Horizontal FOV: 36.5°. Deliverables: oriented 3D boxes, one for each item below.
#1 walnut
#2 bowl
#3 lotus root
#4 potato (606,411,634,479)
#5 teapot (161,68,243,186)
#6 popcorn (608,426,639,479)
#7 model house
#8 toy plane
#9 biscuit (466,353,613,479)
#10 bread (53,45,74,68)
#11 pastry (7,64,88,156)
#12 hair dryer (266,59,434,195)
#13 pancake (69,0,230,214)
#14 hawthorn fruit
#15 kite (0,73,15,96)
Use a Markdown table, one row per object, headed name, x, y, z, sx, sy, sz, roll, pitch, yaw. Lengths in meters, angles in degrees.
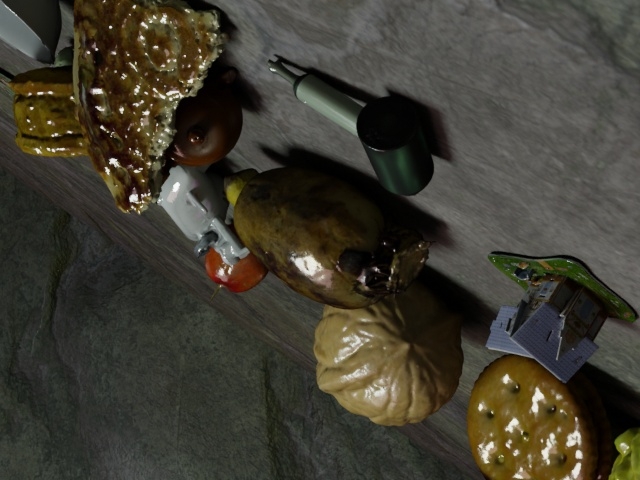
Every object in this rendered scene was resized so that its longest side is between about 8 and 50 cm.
| name | x | y | z | sx | sy | sz | roll | pitch | yaw |
| --- | --- | --- | --- | --- | --- | --- | --- | --- | --- |
| walnut | 0.097 | 0.147 | 1.346 | 0.225 | 0.225 | 0.261 | 36 | 169 | -3 |
| bowl | -0.367 | -0.301 | 1.148 | 0.189 | 0.086 | 0.189 | 34 | 168 | 8 |
| lotus root | -0.007 | -0.006 | 1.178 | 0.314 | 0.141 | 0.169 | 26 | 167 | 35 |
| potato | 0.388 | 0.325 | 1.330 | 0.248 | 0.169 | 0.143 | 42 | -157 | 23 |
| teapot | -0.145 | -0.128 | 1.099 | 0.116 | 0.173 | 0.116 | 34 | -164 | -11 |
| popcorn | 0.438 | 0.315 | 1.098 | 0.259 | 0.212 | 0.259 | 38 | 174 | 5 |
| model house | 0.230 | 0.082 | 1.019 | 0.117 | 0.088 | 0.167 | 39 | 167 | -21 |
| toy plane | -0.194 | -0.069 | 1.487 | 0.252 | 0.118 | 0.252 | 51 | 170 | 12 |
| biscuit | 0.283 | 0.254 | 1.269 | 0.066 | 0.221 | 0.220 | -1 | -169 | -36 |
| bread | -0.308 | -0.166 | 1.385 | 0.232 | 0.064 | 0.172 | 60 | -174 | 12 |
| pastry | -0.287 | -0.165 | 1.201 | 0.188 | 0.188 | 0.103 | 18 | 116 | 52 |
| hair dryer | 0.022 | -0.122 | 0.921 | 0.197 | 0.057 | 0.100 | 38 | 170 | 26 |
| pancake | -0.177 | -0.171 | 1.024 | 0.244 | 0.057 | 0.266 | -13 | 102 | 35 |
| hawthorn fruit | -0.157 | 0.037 | 1.779 | 0.125 | 0.140 | 0.125 | 32 | -159 | -14 |
| kite | -0.592 | -0.289 | 1.925 | 0.250 | 0.012 | 0.229 | 39 | 170 | -21 |
